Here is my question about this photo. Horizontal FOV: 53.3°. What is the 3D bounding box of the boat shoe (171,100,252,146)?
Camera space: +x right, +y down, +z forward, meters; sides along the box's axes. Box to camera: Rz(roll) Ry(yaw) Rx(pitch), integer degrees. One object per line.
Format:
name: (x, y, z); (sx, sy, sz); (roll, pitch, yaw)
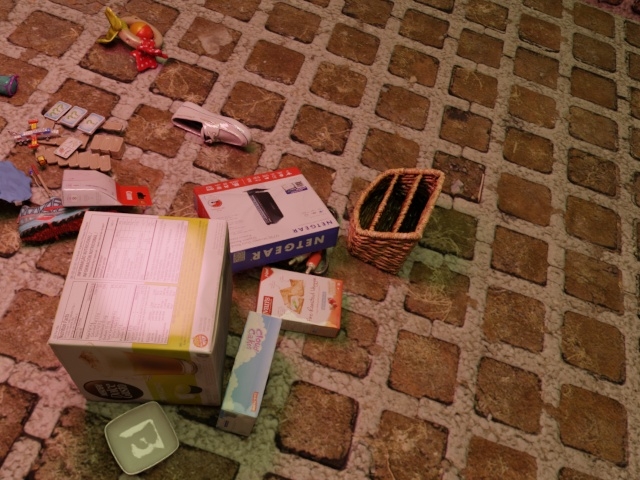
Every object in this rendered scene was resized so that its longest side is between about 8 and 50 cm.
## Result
boat shoe: (-0.349, -0.355, 2.030); (0.268, 0.096, 0.088); (28, 58, 6)

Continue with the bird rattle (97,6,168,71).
bird rattle: (-0.620, -0.700, 2.178); (0.254, 0.143, 0.207); (27, 38, 1)

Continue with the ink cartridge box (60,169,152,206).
ink cartridge box: (-0.598, -0.148, 1.784); (0.233, 0.066, 0.189); (-5, 23, -18)

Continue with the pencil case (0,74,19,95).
pencil case: (-1.017, -0.497, 1.968); (0.152, 0.064, 0.070); (16, 79, -5)

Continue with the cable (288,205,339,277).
cable: (0.000, 0.000, 1.891); (0.140, 0.072, 0.287); (30, 55, 10)

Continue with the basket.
basket: (0.216, -0.093, 1.920); (0.214, 0.223, 0.299); (27, 55, 4)

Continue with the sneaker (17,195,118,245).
sneaker: (-0.695, -0.082, 1.749); (0.262, 0.104, 0.125); (-15, 60, -23)

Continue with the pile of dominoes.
pile of dominoes: (-0.728, -0.287, 1.933); (0.251, 0.040, 0.195); (7, 55, 0)

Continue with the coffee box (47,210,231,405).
coffee box: (-0.391, 0.168, 1.493); (0.335, 0.337, 0.338); (3, 56, -3)

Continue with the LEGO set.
LEGO set: (-0.793, -0.329, 1.899); (0.183, 0.060, 0.244); (23, 57, 15)

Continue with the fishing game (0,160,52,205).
fishing game: (-0.874, -0.161, 1.735); (0.189, 0.041, 0.264); (50, 25, 22)

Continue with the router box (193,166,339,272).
router box: (-0.160, -0.070, 1.847); (0.336, 0.082, 0.301); (-15, 46, -23)

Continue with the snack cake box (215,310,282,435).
snack cake box: (-0.177, 0.328, 1.576); (0.089, 0.152, 0.264); (16, 54, -4)

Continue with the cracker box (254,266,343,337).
cracker box: (-0.060, 0.171, 1.765); (0.233, 0.067, 0.155); (10, 54, -7)

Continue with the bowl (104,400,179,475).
bowl: (-0.415, 0.464, 1.483); (0.142, 0.053, 0.142); (-23, 65, -28)
